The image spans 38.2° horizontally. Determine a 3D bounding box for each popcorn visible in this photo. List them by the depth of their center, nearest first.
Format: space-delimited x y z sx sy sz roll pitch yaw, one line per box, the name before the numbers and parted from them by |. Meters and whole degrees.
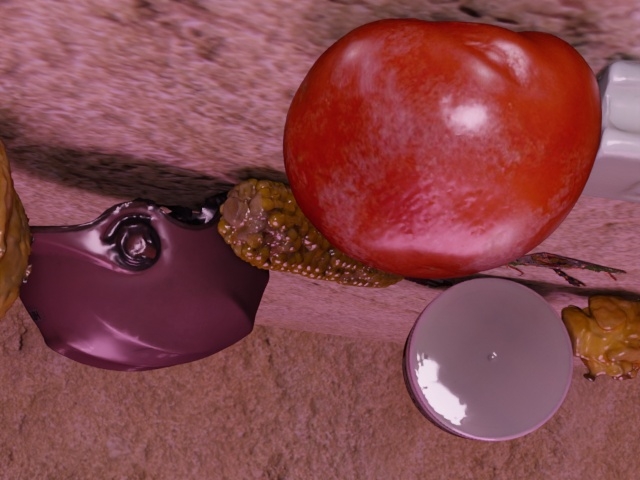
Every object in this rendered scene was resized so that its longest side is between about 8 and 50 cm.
popcorn | 0.453 0.148 1.440 0.167 0.152 0.148 23 -176 -25

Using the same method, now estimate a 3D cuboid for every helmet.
helmet | -0.214 0.056 1.088 0.338 0.197 0.271 -10 -179 -33

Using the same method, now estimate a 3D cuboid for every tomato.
tomato | 0.071 -0.055 0.553 0.187 0.151 0.187 10 165 3

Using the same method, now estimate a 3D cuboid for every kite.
kite | 0.331 0.044 1.294 0.198 0.006 0.244 2 169 25

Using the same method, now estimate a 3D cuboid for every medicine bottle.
medicine bottle | 0.262 0.198 1.505 0.252 0.252 0.241 7 169 4

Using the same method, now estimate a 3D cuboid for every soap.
soap | 0.269 -0.059 0.607 0.198 0.066 0.119 7 172 2

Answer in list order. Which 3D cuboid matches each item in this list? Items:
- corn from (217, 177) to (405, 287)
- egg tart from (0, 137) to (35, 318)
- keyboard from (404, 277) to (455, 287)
corn | 0.000 0.000 1.064 0.097 0.097 0.320 -1 169 38
egg tart | -0.376 0.019 0.897 0.288 0.288 0.118 0 156 36
keyboard | 0.142 0.052 1.444 0.055 0.017 0.166 -2 166 42
